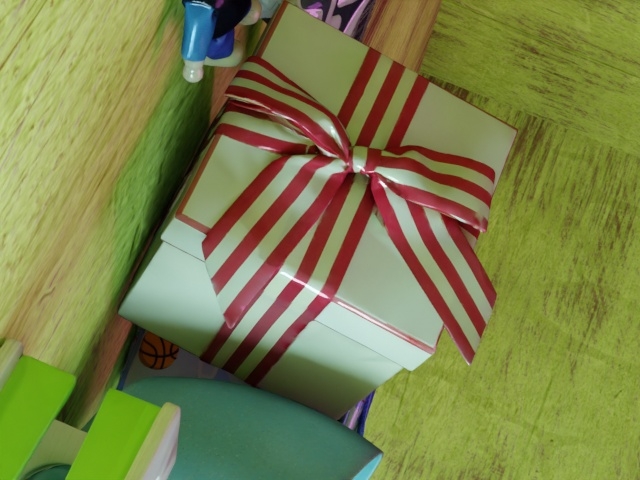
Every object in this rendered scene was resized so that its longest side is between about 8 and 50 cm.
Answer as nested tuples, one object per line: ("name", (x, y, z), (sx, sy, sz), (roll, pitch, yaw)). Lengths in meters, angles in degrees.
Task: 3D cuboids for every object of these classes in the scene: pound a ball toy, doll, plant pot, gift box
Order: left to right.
("pound a ball toy", (-0.170, 0.246, 0.917), (0.135, 0.208, 0.319), (106, 7, -54))
("plant pot", (-0.115, 0.226, 1.244), (0.290, 0.195, 0.290), (-49, 169, -13))
("doll", (-0.074, -0.173, 1.081), (0.189, 0.046, 0.129), (87, 25, -81))
("gift box", (0.000, 0.000, 1.233), (0.258, 0.255, 0.276), (131, -20, -59))

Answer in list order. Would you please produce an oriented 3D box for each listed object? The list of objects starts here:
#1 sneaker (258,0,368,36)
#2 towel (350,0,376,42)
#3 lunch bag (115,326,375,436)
("sneaker", (0.010, -0.221, 1.399), (0.153, 0.094, 0.235), (-51, 158, -16))
("towel", (0.029, -0.285, 1.872), (0.312, 0.056, 0.324), (-64, 173, -74))
("lunch bag", (-0.051, 0.105, 1.449), (0.115, 0.243, 0.303), (73, 38, -83))
